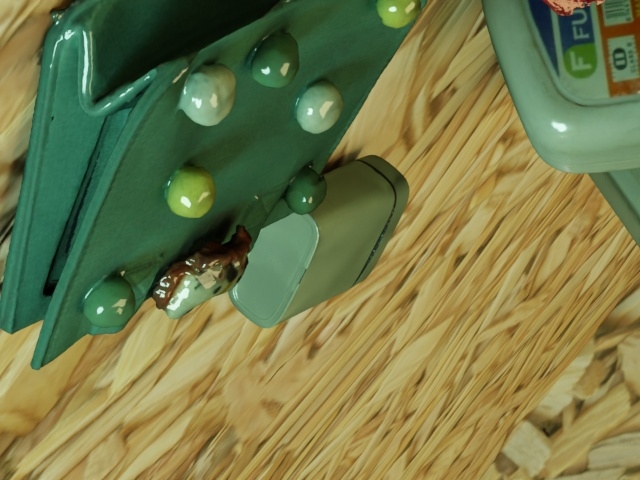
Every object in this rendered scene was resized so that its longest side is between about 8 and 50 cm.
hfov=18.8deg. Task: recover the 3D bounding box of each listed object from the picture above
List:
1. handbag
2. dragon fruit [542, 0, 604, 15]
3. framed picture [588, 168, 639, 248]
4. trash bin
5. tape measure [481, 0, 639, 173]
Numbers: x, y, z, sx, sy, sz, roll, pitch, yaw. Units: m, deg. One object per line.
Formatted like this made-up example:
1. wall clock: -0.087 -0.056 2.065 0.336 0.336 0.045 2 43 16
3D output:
1. handbag: -0.058 -0.066 1.159 0.269 0.100 0.274 -34 156 -45
2. dragon fruit: 0.161 -0.249 1.369 0.153 0.111 0.153 -10 111 -27
3. framed picture: 0.289 -0.135 1.597 0.024 0.315 0.232 11 123 -30
4. trash bin: 0.000 0.000 1.508 0.130 0.059 0.116 -25 148 -52
5. tape measure: 0.248 -0.177 1.463 0.246 0.243 0.125 -9 162 12
